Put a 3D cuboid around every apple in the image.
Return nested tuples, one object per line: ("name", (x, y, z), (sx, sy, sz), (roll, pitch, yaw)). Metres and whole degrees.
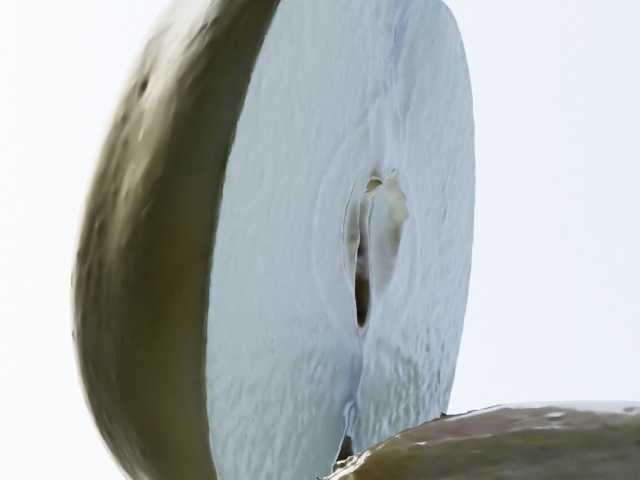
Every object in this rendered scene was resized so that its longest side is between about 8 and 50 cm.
("apple", (0.000, 0.000, 0.870), (0.320, 0.312, 0.360), (170, -72, -69))

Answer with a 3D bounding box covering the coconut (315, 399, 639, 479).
("coconut", (0.068, 0.152, 0.426), (0.241, 0.241, 0.241), (36, -31, 27))
